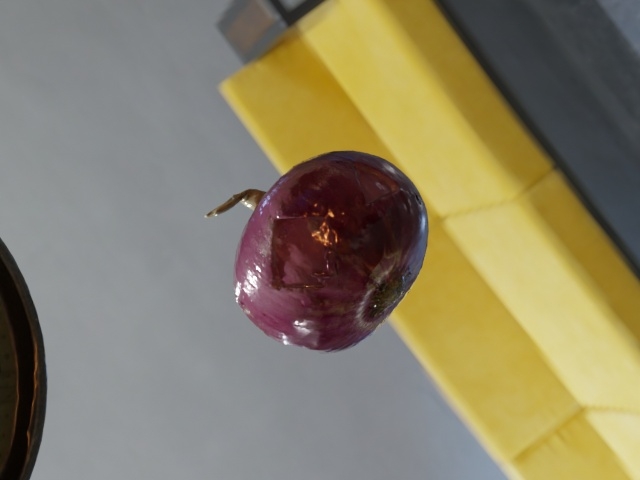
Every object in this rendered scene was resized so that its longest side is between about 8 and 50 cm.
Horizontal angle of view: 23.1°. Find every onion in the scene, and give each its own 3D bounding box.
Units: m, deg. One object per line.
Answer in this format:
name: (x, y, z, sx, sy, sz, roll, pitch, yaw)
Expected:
onion: (0.008, 0.006, 1.282, 0.177, 0.177, 0.153, 66, 178, -51)

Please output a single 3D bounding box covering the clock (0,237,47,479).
clock: (-0.319, 0.097, 1.024, 0.066, 0.319, 0.319, -6, 126, 42)
